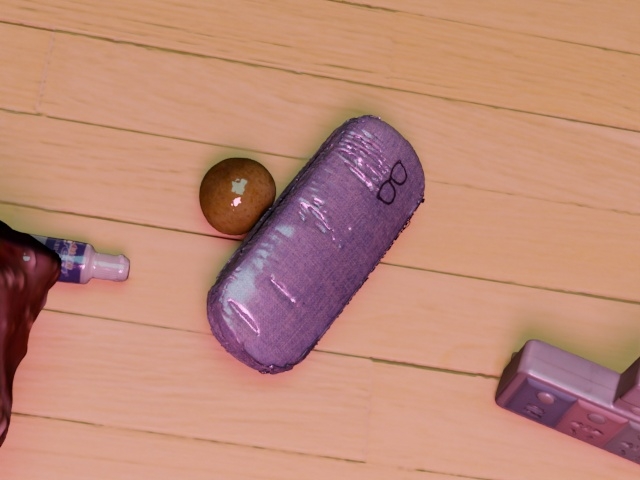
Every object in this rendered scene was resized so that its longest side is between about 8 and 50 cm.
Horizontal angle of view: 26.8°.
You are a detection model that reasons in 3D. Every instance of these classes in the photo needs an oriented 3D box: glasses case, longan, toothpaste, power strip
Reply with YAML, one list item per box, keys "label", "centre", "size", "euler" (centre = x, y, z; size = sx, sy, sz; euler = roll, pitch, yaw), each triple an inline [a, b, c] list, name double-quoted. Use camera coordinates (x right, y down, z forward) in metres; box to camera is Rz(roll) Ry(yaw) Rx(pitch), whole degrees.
- label: "glasses case"
  centre: [0.000, 0.000, 1.232]
  size: [0.109, 0.067, 0.282]
  euler: [46, 59, -14]
- label: "longan"
  centre: [-0.073, -0.037, 1.249]
  size: [0.083, 0.075, 0.075]
  euler: [46, 62, -7]
- label: "toothpaste"
  centre: [-0.278, 0.013, 1.198]
  size: [0.216, 0.037, 0.062]
  euler: [8, 63, -2]
- label: "power strip"
  centre: [0.276, 0.140, 1.181]
  size: [0.215, 0.145, 0.061]
  euler: [22, 62, -1]

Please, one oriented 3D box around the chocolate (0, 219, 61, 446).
- label: "chocolate"
  centre: [-0.382, 0.091, 1.037]
  size: [0.340, 0.225, 0.210]
  euler: [4, 70, -6]
